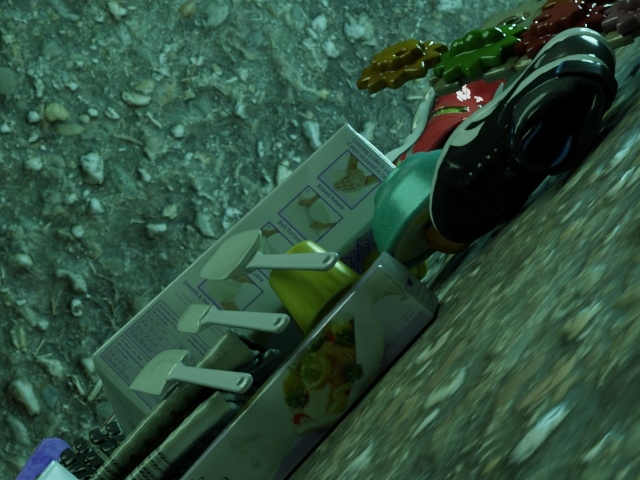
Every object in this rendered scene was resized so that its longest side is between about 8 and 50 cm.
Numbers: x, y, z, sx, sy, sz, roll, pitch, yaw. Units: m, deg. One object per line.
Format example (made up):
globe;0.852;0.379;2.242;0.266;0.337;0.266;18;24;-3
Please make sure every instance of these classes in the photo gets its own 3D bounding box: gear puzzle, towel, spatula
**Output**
gear puzzle;0.177;-0.191;1.562;0.339;0.044;0.175;-13;23;32
towel;-0.136;0.223;1.651;0.324;0.056;0.312;-48;-15;0
spatula;-0.074;0.060;1.502;0.168;0.019;0.242;-54;19;-17

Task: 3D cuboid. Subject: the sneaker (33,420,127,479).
sneaker;-0.269;0.327;2.138;0.330;0.147;0.130;-29;27;-4

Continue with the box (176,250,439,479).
box;-0.032;0.149;1.491;0.324;0.063;0.067;-48;0;15

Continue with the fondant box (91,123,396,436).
fondant box;-0.057;0.068;1.758;0.330;0.096;0.238;-44;-16;-14

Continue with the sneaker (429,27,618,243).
sneaker;0.150;-0.065;1.438;0.217;0.079;0.121;-54;8;27

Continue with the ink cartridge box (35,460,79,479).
ink cartridge box;-0.301;0.363;1.977;0.203;0.148;0.086;-49;4;27

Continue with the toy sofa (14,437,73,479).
toy sofa;-0.354;0.375;2.433;0.150;0.177;0.362;-48;2;36

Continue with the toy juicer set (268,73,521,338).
toy juicer set;0.103;-0.014;1.631;0.329;0.089;0.209;-42;-19;-11

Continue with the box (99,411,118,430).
box;-0.209;0.253;2.311;0.148;0.127;0.232;-49;2;-11

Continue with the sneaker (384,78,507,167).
sneaker;0.162;-0.109;2.036;0.118;0.107;0.279;-19;27;46
